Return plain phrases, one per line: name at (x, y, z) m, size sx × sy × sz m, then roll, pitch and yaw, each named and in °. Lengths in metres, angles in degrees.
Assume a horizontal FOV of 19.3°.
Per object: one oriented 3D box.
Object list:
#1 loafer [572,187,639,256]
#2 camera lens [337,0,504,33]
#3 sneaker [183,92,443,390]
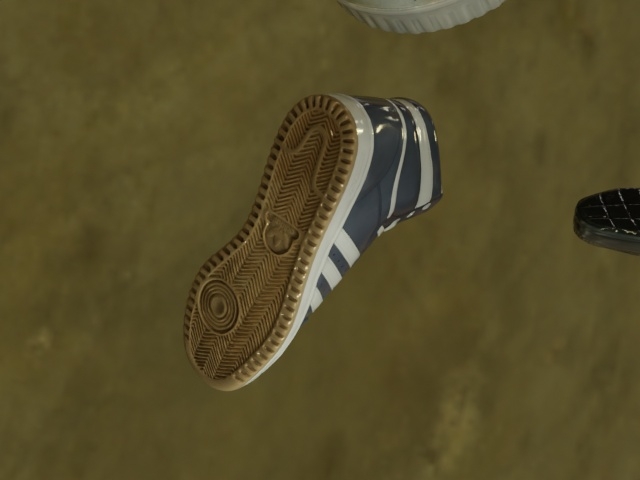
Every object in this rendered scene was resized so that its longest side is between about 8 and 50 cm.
loafer at (0.264, 0.002, 1.424) m, size 0.062 × 0.170 × 0.061 m, roll -102°, pitch -153°, yaw -45°
camera lens at (0.048, -0.315, 1.400) m, size 0.219 × 0.219 × 0.274 m, roll -66°, pitch 146°, yaw -25°
sneaker at (0.000, 0.000, 1.535) m, size 0.153 × 0.099 × 0.282 m, roll -14°, pitch 138°, yaw -52°
